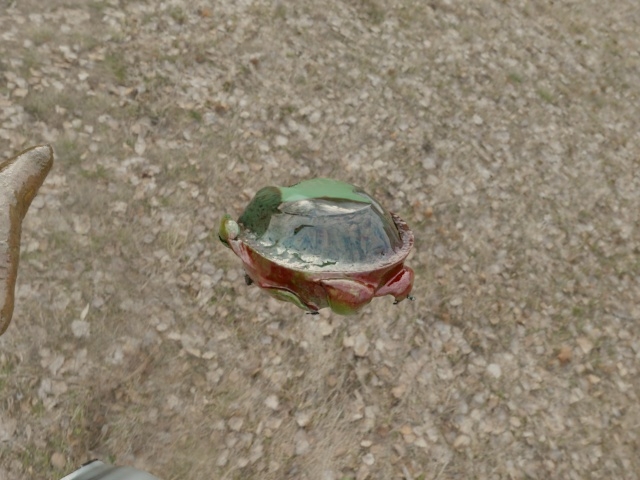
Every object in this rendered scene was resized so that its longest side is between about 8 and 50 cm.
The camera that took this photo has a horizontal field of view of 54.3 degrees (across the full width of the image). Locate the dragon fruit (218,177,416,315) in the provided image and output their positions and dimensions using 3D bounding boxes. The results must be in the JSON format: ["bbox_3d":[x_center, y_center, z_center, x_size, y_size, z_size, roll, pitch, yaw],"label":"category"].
[{"bbox_3d":[0.000,0.000,0.873,0.268,0.130,0.295,-16,27,-24],"label":"dragon fruit"}]

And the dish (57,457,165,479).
[{"bbox_3d":[-0.389,0.416,0.933,0.316,0.316,0.106,-27,78,-37],"label":"dish"}]

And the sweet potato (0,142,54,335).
[{"bbox_3d":[-0.494,-0.014,0.942,0.114,0.092,0.341,7,56,-13],"label":"sweet potato"}]
